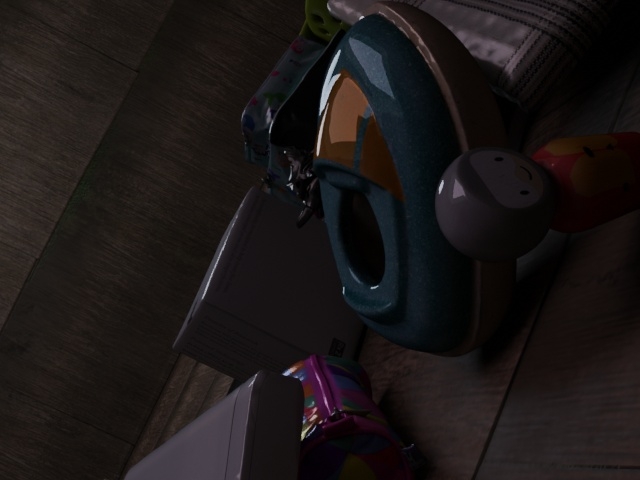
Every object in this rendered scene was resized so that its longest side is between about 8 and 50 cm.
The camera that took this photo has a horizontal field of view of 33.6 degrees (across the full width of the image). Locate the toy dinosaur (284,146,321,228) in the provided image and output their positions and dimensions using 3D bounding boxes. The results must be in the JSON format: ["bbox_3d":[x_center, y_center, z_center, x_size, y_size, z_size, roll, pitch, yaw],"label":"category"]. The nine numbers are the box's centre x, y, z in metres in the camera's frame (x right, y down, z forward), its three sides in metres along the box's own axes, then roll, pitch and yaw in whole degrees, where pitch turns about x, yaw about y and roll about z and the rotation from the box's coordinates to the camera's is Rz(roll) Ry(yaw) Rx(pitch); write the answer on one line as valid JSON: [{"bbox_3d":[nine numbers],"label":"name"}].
[{"bbox_3d":[0.078,-0.091,1.143,0.218,0.164,0.322,-36,1,35],"label":"toy dinosaur"}]

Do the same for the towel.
[{"bbox_3d":[0.164,-0.277,0.880,0.312,0.056,0.324,-52,37,1],"label":"towel"}]

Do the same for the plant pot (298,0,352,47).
[{"bbox_3d":[0.101,-0.359,1.561,0.207,0.227,0.228,120,173,-64],"label":"plant pot"}]

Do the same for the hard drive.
[{"bbox_3d":[-0.111,0.266,0.864,0.353,0.047,0.233,137,144,-56],"label":"hard drive"}]

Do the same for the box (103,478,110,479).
[{"bbox_3d":[-0.303,0.488,1.554,0.232,0.148,0.127,-64,8,-13],"label":"box"}]

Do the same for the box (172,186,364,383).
[{"bbox_3d":[-0.045,0.068,1.212,0.119,0.181,0.181,-53,12,48],"label":"box"}]

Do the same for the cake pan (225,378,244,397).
[{"bbox_3d":[-0.072,0.192,1.424,0.293,0.054,0.293,-61,9,16],"label":"cake pan"}]

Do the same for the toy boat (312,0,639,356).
[{"bbox_3d":[0.079,-0.037,0.730,0.318,0.148,0.268,5,108,64],"label":"toy boat"}]

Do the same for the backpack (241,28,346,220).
[{"bbox_3d":[0.002,-0.152,1.530,0.225,0.191,0.253,-57,-21,-24],"label":"backpack"}]

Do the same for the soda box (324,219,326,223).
[{"bbox_3d":[0.062,-0.059,1.355,0.210,0.067,0.071,-64,9,-14],"label":"soda box"}]

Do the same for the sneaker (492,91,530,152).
[{"bbox_3d":[0.114,-0.122,0.984,0.296,0.146,0.104,-66,11,-14],"label":"sneaker"}]

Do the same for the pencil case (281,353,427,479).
[{"bbox_3d":[0.014,0.161,0.876,0.104,0.104,0.236,-62,9,2],"label":"pencil case"}]

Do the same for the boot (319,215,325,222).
[{"bbox_3d":[0.000,0.000,1.491,0.219,0.082,0.106,124,167,-47],"label":"boot"}]
